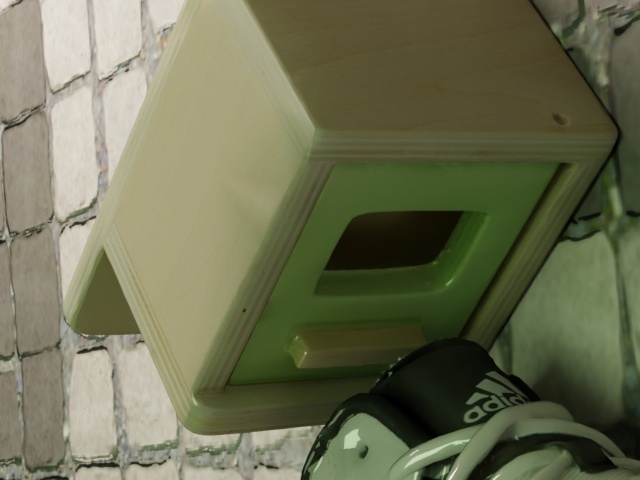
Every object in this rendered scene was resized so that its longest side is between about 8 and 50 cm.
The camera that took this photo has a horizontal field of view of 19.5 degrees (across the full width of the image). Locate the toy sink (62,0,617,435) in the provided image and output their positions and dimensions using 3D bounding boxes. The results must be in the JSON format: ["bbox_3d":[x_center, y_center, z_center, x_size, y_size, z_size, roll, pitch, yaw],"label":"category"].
[{"bbox_3d":[0.000,0.000,0.834,0.234,0.153,0.131,-62,42,38],"label":"toy sink"}]

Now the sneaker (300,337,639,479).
[{"bbox_3d":[0.092,0.110,0.667,0.447,0.169,0.257,-59,45,45],"label":"sneaker"}]
